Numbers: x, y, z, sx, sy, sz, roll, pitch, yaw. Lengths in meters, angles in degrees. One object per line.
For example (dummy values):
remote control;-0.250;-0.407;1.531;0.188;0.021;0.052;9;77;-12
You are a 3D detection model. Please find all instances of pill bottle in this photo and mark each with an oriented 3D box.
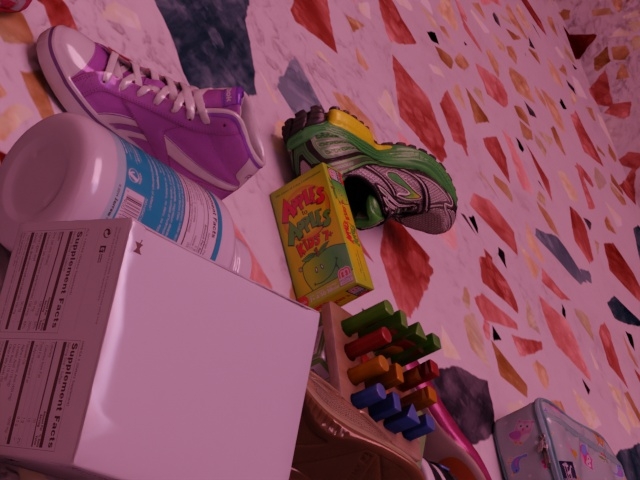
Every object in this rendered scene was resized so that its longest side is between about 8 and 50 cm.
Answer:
pill bottle;-0.185;-0.010;1.284;0.264;0.146;0.146;33;36;-46

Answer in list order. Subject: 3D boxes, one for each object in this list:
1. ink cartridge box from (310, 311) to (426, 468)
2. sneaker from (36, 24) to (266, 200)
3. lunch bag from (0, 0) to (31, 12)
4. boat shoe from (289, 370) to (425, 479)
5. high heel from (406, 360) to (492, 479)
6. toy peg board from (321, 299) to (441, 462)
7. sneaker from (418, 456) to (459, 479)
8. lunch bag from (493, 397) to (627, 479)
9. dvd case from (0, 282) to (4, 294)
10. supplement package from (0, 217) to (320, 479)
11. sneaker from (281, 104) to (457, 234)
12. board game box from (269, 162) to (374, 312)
ink cartridge box;0.047;0.195;1.601;0.209;0.062;0.109;51;27;-20
sneaker;-0.174;-0.163;1.452;0.282;0.161;0.102;44;31;-30
lunch bag;-0.398;-0.378;1.321;0.258;0.120;0.293;62;23;13
boat shoe;-0.040;0.193;1.386;0.341;0.121;0.110;39;5;-19
high heel;0.156;0.240;1.742;0.244;0.082;0.117;42;38;-9
toy peg board;0.086;0.158;1.545;0.161;0.079;0.160;35;36;-42
sneaker;0.165;0.370;1.617;0.121;0.079;0.217;24;42;-50
lunch bag;0.385;0.372;1.997;0.279;0.108;0.224;37;34;-40
dvd case;-0.255;0.094;1.199;0.119;0.013;0.087;46;29;-27
supplement package;-0.147;0.121;1.135;0.262;0.145;0.204;30;65;-47
sneaker;0.076;-0.066;1.887;0.343;0.134;0.146;21;52;-42
board game box;0.000;0.000;1.685;0.043;0.092;0.181;24;44;-51
